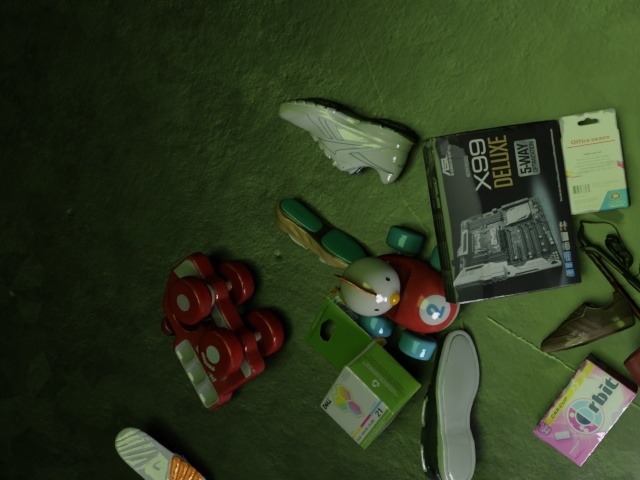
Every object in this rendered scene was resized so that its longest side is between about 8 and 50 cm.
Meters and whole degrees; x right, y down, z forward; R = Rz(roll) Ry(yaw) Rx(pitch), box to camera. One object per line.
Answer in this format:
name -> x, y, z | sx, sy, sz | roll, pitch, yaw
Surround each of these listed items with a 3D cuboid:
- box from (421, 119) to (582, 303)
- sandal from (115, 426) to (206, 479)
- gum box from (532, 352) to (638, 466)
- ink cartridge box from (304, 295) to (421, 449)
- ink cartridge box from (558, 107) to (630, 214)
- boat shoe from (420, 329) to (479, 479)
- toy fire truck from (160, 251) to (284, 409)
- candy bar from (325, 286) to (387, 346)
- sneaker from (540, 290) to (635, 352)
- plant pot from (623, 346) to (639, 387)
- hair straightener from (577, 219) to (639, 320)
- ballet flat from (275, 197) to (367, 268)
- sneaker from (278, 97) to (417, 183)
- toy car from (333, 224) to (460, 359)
box -> 0.331, -0.053, 1.687 | 0.242, 0.076, 0.307 | -8, 90, -8
sandal -> -0.348, 0.515, 2.076 | 0.265, 0.076, 0.102 | 44, 86, 1
gum box -> 0.495, 0.321, 1.725 | 0.107, 0.062, 0.188 | 36, 107, 15
ink cartridge box -> 0.052, 0.266, 1.836 | 0.255, 0.097, 0.189 | 43, 144, 13
ink cartridge box -> 0.501, -0.144, 1.679 | 0.104, 0.061, 0.181 | -7, 93, 22
boat shoe -> 0.243, 0.326, 1.804 | 0.091, 0.114, 0.302 | -5, 76, 55
toy fire truck -> -0.245, 0.193, 1.971 | 0.254, 0.169, 0.302 | -38, 79, 39
candy bar -> 0.072, 0.163, 1.905 | 0.040, 0.018, 0.161 | -45, 79, 19
sneaker -> 0.490, 0.154, 1.710 | 0.188, 0.066, 0.071 | -26, 71, 33
plant pot -> 0.677, 0.250, 1.553 | 0.272, 0.272, 0.265 | -44, 71, 20
hair straightener -> 0.561, 0.046, 1.689 | 0.089, 0.047, 0.230 | -41, 75, 20
ballet flat -> 0.000, 0.000, 1.900 | 0.232, 0.080, 0.073 | 40, 136, 17
sneaker -> 0.041, -0.205, 1.838 | 0.297, 0.111, 0.129 | 24, 109, 19
toy car -> 0.128, 0.097, 1.740 | 0.210, 0.238, 0.219 | 27, 104, 36
